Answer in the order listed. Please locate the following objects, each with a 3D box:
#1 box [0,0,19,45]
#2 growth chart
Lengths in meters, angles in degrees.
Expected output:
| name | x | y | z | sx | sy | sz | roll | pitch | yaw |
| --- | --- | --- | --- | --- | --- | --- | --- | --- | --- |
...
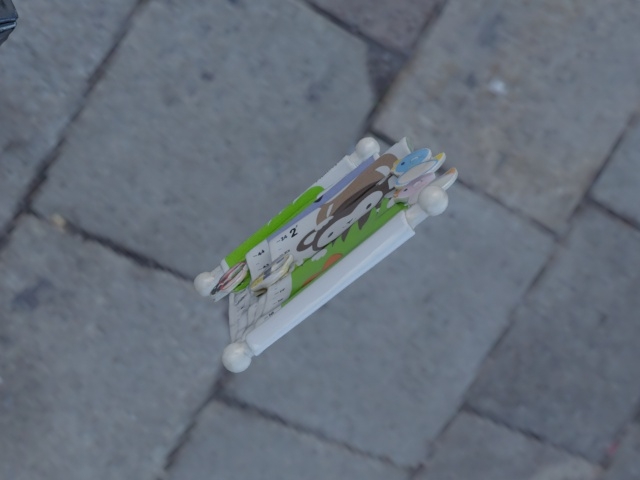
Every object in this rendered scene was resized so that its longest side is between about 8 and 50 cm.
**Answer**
| name | x | y | z | sx | sy | sz | roll | pitch | yaw |
| --- | --- | --- | --- | --- | --- | --- | --- | --- | --- |
| box | -0.293 | -0.169 | 0.934 | 0.079 | 0.322 | 0.257 | -18 | 166 | -42 |
| growth chart | 0.000 | 0.000 | 1.097 | 0.172 | 0.237 | 0.021 | -41 | 103 | 3 |
